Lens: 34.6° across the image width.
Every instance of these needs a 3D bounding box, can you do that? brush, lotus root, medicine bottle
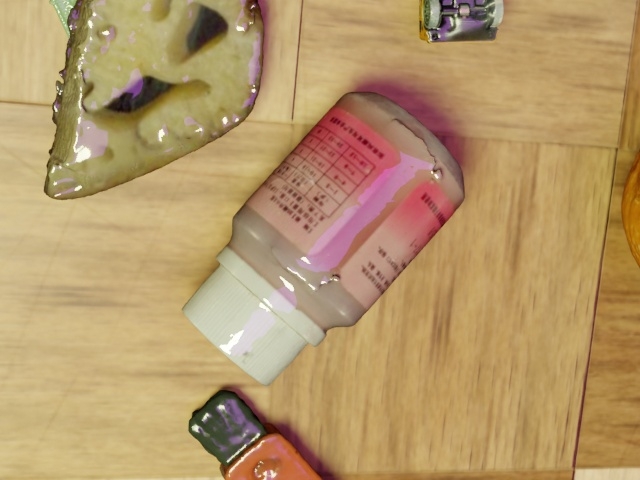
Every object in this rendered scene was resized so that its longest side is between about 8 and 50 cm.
[{"bbox_3d":[-0.004,0.266,0.969,0.070,0.051,0.323,-44,108,-7],"label":"brush"},{"bbox_3d":[-0.129,-0.157,0.839,0.170,0.074,0.261,4,98,-29],"label":"lotus root"},{"bbox_3d":[0.000,0.000,0.875,0.147,0.147,0.247,43,87,-18],"label":"medicine bottle"}]

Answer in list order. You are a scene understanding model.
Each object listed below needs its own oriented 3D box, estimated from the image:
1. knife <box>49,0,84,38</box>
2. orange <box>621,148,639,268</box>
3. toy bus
[{"bbox_3d":[-0.211,-0.223,0.839,0.043,0.020,0.293,-25,107,-12],"label":"knife"},{"bbox_3d":[0.417,-0.031,0.942,0.261,0.261,0.261,-3,101,-15],"label":"orange"},{"bbox_3d":[0.119,-0.255,0.899,0.069,0.074,0.162,-3,103,-8],"label":"toy bus"}]
